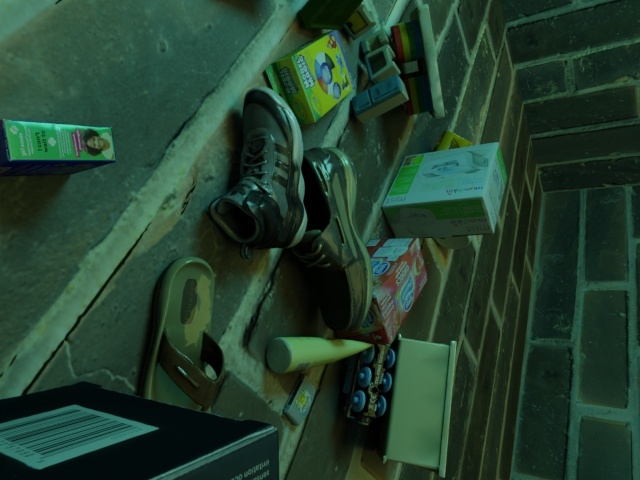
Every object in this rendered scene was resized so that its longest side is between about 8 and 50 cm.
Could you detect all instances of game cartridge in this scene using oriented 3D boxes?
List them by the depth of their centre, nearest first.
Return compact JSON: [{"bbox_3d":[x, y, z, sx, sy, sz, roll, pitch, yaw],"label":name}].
[{"bbox_3d":[-0.037,0.300,0.898,0.083,0.017,0.056,-60,138,-38],"label":"game cartridge"}]

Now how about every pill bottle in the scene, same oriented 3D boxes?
[{"bbox_3d":[0.444,-0.085,1.550,0.117,0.118,0.208,55,45,-39],"label":"pill bottle"}]

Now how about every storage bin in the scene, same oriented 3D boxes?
[{"bbox_3d":[0.209,0.365,1.083,0.260,0.123,0.262,80,19,-71],"label":"storage bin"}]

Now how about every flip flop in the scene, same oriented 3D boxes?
[{"bbox_3d":[-0.171,0.159,0.647,0.112,0.080,0.276,16,75,-55],"label":"flip flop"}]

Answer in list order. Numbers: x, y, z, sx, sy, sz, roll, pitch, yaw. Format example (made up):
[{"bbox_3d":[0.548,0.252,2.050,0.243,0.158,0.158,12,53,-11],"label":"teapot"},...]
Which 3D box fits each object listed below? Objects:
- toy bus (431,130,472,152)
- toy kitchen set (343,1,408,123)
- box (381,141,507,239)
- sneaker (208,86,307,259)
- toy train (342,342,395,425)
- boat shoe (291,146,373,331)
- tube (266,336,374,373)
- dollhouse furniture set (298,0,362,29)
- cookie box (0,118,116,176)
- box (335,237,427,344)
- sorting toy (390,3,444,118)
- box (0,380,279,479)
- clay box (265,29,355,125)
[{"bbox_3d":[0.369,-0.234,1.458,0.104,0.191,0.202,28,53,-3],"label":"toy bus"},{"bbox_3d":[0.090,-0.408,1.079,0.166,0.122,0.207,31,42,-51],"label":"toy kitchen set"},{"bbox_3d":[0.328,-0.124,1.251,0.126,0.262,0.231,61,43,-33],"label":"box"},{"bbox_3d":[-0.100,-0.103,0.749,0.153,0.101,0.268,-27,113,-56],"label":"sneaker"},{"bbox_3d":[0.096,0.291,1.013,0.080,0.105,0.184,21,72,-24],"label":"toy train"},{"bbox_3d":[0.000,0.000,0.895,0.130,0.132,0.355,-5,83,-47],"label":"boat shoe"},{"bbox_3d":[0.000,0.209,0.907,0.240,0.070,0.062,12,107,-51],"label":"tube"},{"bbox_3d":[-0.068,-0.518,0.864,0.302,0.151,0.197,-17,81,-38],"label":"dollhouse furniture set"},{"bbox_3d":[-0.283,-0.091,0.487,0.107,0.092,0.040,-15,98,-56],"label":"cookie box"},{"bbox_3d":[0.130,0.104,1.060,0.257,0.128,0.122,-45,124,-49],"label":"box"},{"bbox_3d":[0.239,-0.449,1.227,0.257,0.090,0.255,-74,152,-67],"label":"sorting toy"},{"bbox_3d":[-0.206,0.351,0.392,0.212,0.294,0.395,3,85,-56],"label":"box"},{"bbox_3d":[-0.014,-0.317,0.939,0.222,0.053,0.127,-53,130,-45],"label":"clay box"}]
